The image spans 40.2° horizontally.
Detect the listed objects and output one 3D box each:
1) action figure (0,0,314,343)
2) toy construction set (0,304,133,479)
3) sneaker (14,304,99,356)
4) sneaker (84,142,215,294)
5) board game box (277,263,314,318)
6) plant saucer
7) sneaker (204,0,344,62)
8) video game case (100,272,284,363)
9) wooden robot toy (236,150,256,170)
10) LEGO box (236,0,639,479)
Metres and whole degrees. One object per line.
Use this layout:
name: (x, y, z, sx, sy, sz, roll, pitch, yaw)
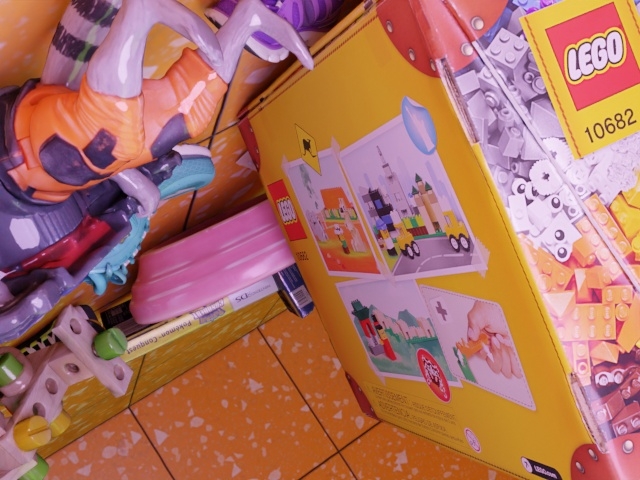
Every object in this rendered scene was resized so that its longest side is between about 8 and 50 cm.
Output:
action figure: (-0.174, -0.078, 0.619, 0.330, 0.178, 0.341, -29, -165, 18)
toy construction set: (-0.322, 0.224, 1.018, 0.237, 0.308, 0.257, -23, -176, 13)
sneaker: (-0.403, 0.177, 1.277, 0.235, 0.084, 0.097, -40, 167, 36)
sneaker: (-0.218, -0.005, 0.859, 0.275, 0.110, 0.107, -32, 172, -17)
board game box: (-0.074, 0.031, 1.500, 0.060, 0.194, 0.194, -32, -174, -7)
plant saucer: (-0.112, 0.003, 1.175, 0.332, 0.084, 0.332, -25, -174, 3)
sneaker: (-0.031, -0.196, 0.714, 0.071, 0.068, 0.170, -58, 169, 32)
video game case: (-0.202, 0.091, 1.309, 0.248, 0.035, 0.275, -25, -168, -13)
wooden robot toy: (-0.022, -0.108, 1.137, 0.173, 0.079, 0.076, -28, 170, -33)
LEGO box: (0.129, -0.017, 0.766, 0.193, 0.372, 0.500, -24, -175, -17)
